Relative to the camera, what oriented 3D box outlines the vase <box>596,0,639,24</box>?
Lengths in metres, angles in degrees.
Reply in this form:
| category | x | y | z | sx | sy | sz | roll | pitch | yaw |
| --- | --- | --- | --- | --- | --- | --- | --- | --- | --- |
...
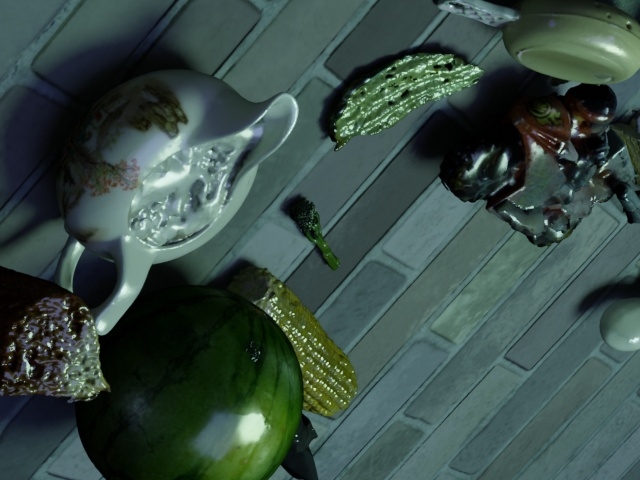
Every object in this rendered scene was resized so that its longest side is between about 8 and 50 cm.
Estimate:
| category | x | y | z | sx | sy | sz | roll | pitch | yaw |
| --- | --- | --- | --- | --- | --- | --- | --- | --- | --- |
| vase | 0.321 | -0.269 | 1.733 | 0.096 | 0.096 | 0.219 | -46 | 147 | 6 |

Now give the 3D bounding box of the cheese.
| category | x | y | z | sx | sy | sz | roll | pitch | yaw |
| --- | --- | --- | --- | --- | --- | --- | --- | --- | --- |
| cheese | 0.231 | -0.224 | 1.657 | 0.227 | 0.137 | 0.064 | 15 | 77 | -17 |

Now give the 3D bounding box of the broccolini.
| category | x | y | z | sx | sy | sz | roll | pitch | yaw |
| --- | --- | --- | --- | --- | --- | --- | --- | --- | --- |
| broccolini | 0.000 | 0.000 | 1.757 | 0.030 | 0.035 | 0.140 | -35 | 145 | -3 |

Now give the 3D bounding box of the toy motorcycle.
| category | x | y | z | sx | sy | sz | roll | pitch | yaw |
| --- | --- | --- | --- | --- | --- | --- | --- | --- | --- |
| toy motorcycle | 0.304 | -0.082 | 1.874 | 0.207 | 0.134 | 0.401 | -44 | 143 | 14 |

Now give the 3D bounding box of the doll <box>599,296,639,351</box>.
| category | x | y | z | sx | sy | sz | roll | pitch | yaw |
| --- | --- | --- | --- | --- | --- | --- | --- | --- | --- |
| doll | 0.609 | 0.035 | 2.223 | 0.376 | 0.187 | 0.365 | -21 | 150 | -55 |

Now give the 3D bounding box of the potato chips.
| category | x | y | z | sx | sy | sz | roll | pitch | yaw |
| --- | --- | --- | --- | --- | --- | --- | --- | --- | --- |
| potato chips | 0.096 | -0.163 | 1.682 | 0.207 | 0.028 | 0.092 | -25 | 142 | -19 |

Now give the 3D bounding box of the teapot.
| category | x | y | z | sx | sy | sz | roll | pitch | yaw |
| --- | --- | --- | --- | --- | --- | --- | --- | --- | --- |
| teapot | -0.152 | -0.052 | 1.477 | 0.298 | 0.139 | 0.204 | -51 | 145 | 11 |

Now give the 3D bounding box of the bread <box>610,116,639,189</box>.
| category | x | y | z | sx | sy | sz | roll | pitch | yaw |
| --- | --- | --- | --- | --- | --- | --- | --- | --- | --- |
| bread | 0.421 | -0.091 | 2.012 | 0.105 | 0.077 | 0.152 | -24 | 137 | -29 |

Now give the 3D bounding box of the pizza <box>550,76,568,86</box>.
| category | x | y | z | sx | sy | sz | roll | pitch | yaw |
| --- | --- | --- | --- | --- | --- | --- | --- | --- | --- |
| pizza | 0.286 | -0.213 | 1.809 | 0.078 | 0.025 | 0.083 | -44 | 137 | -6 |

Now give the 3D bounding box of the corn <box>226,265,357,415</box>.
| category | x | y | z | sx | sy | sz | roll | pitch | yaw |
| --- | --- | --- | --- | --- | --- | --- | --- | --- | --- |
| corn | -0.031 | 0.125 | 1.818 | 0.086 | 0.086 | 0.288 | -39 | 141 | -4 |

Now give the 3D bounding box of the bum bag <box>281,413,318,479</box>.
| category | x | y | z | sx | sy | sz | roll | pitch | yaw |
| --- | --- | --- | --- | --- | --- | --- | --- | --- | --- |
| bum bag | -0.060 | 0.204 | 1.841 | 0.060 | 0.123 | 0.248 | -51 | 150 | -18 |

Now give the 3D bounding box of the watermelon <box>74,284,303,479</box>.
| category | x | y | z | sx | sy | sz | roll | pitch | yaw |
| --- | --- | --- | --- | --- | --- | --- | --- | --- | --- |
| watermelon | -0.137 | 0.165 | 1.632 | 0.242 | 0.242 | 0.242 | -25 | 141 | -22 |

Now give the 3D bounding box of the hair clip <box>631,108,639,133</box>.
| category | x | y | z | sx | sy | sz | roll | pitch | yaw |
| --- | --- | --- | --- | --- | --- | --- | --- | --- | --- |
| hair clip | 0.423 | -0.236 | 1.744 | 0.137 | 0.090 | 0.278 | 53 | 50 | -58 |

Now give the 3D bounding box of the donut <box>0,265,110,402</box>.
| category | x | y | z | sx | sy | sz | roll | pitch | yaw |
| --- | --- | --- | --- | --- | --- | --- | --- | --- | --- |
| donut | -0.343 | 0.071 | 1.423 | 0.295 | 0.151 | 0.112 | 2 | 116 | -24 |
